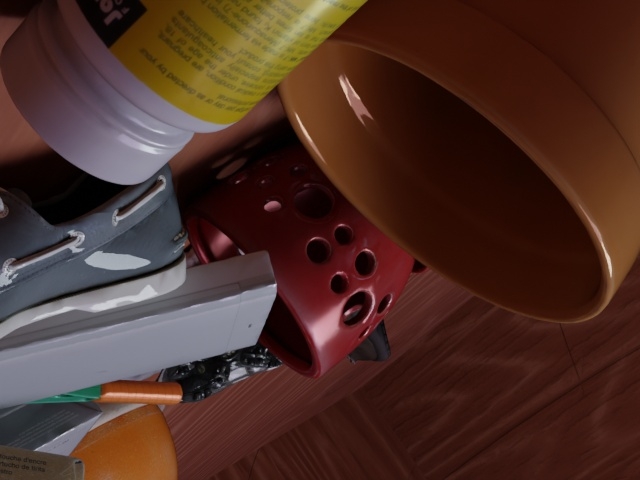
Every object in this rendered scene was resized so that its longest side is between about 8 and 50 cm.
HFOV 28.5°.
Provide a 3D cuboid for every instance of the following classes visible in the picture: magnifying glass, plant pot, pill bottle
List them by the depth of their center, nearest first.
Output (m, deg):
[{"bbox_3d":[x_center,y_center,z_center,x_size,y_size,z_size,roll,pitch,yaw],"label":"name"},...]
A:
[{"bbox_3d":[-0.049,-0.127,0.598,0.208,0.119,0.119,-41,168,23],"label":"pill bottle"},{"bbox_3d":[0.141,-0.109,0.916,0.203,0.291,0.291,-49,173,-17],"label":"plant pot"},{"bbox_3d":[0.000,0.000,1.122,0.174,0.191,0.191,-37,170,-19],"label":"plant pot"},{"bbox_3d":[-0.234,0.142,1.187,0.231,0.026,0.092,6,163,-39],"label":"magnifying glass"}]

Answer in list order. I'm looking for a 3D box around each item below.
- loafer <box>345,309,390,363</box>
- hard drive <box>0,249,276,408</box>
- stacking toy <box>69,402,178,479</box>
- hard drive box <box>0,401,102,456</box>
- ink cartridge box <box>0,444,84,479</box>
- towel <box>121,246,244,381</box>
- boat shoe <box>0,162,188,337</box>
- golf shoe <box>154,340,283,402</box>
[{"bbox_3d":[0.023,0.104,1.881,0.130,0.134,0.366,-13,160,4],"label":"loafer"},{"bbox_3d":[-0.196,0.083,1.001,0.307,0.040,0.203,-14,165,-12],"label":"hard drive"},{"bbox_3d":[-0.231,0.447,1.546,0.350,0.480,0.350,-35,169,-7],"label":"stacking toy"},{"bbox_3d":[-0.347,0.222,1.270,0.181,0.089,0.232,-26,165,-40],"label":"hard drive box"},{"bbox_3d":[-0.339,0.237,1.052,0.234,0.088,0.193,15,143,-25],"label":"ink cartridge box"},{"bbox_3d":[-0.102,0.054,1.405,0.317,0.053,0.332,-39,170,16],"label":"towel"},{"bbox_3d":[-0.214,0.002,0.805,0.319,0.116,0.099,-13,113,-48],"label":"boat shoe"},{"bbox_3d":[-0.104,0.126,1.411,0.198,0.077,0.094,-19,173,-39],"label":"golf shoe"}]
